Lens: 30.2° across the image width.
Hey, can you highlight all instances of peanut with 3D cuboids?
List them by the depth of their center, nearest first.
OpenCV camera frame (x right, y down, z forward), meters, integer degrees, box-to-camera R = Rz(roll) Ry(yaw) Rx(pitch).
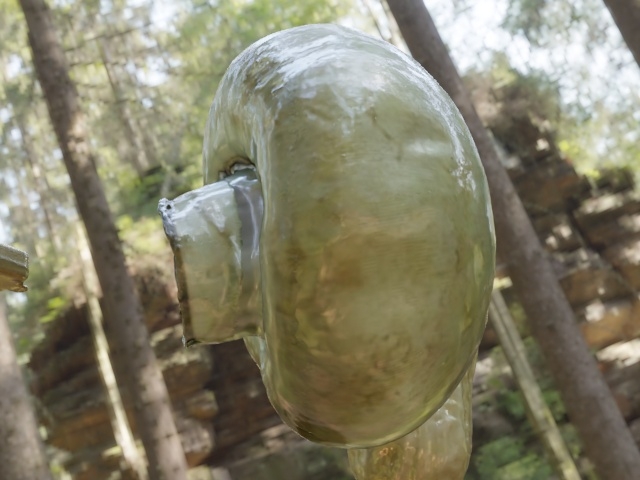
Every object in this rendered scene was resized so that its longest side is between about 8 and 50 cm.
[{"bbox_3d":[0.109,0.165,1.378,0.152,0.313,0.152,5,-29,3],"label":"peanut"}]

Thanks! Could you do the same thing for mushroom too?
[{"bbox_3d":[0.000,0.000,0.982,0.260,0.352,0.352,-10,-23,-11],"label":"mushroom"}]

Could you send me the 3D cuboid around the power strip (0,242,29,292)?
[{"bbox_3d":[-0.433,-0.004,1.252,0.064,0.044,0.305,-19,-29,34],"label":"power strip"}]
